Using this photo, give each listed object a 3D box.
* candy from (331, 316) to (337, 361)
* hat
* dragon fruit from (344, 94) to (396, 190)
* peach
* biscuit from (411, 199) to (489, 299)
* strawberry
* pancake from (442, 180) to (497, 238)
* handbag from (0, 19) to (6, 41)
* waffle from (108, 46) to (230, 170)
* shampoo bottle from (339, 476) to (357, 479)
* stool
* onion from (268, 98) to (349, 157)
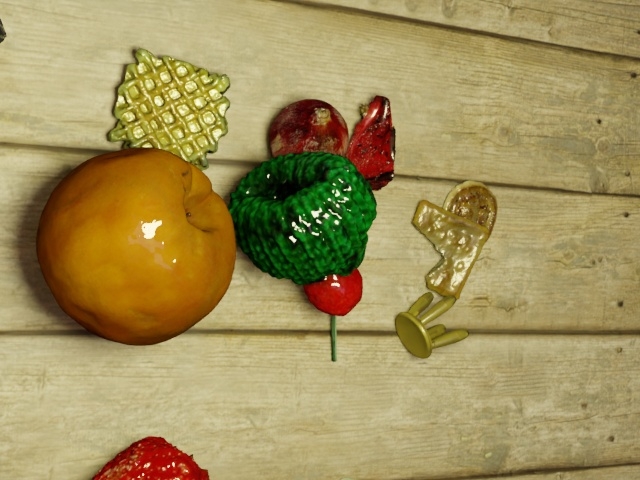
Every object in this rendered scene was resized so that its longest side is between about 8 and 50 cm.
[{"bbox_3d":[0.018,0.103,1.993,0.091,0.083,0.305,2,104,10],"label":"candy"},{"bbox_3d":[0.000,0.000,1.828,0.242,0.274,0.332,-54,132,-25],"label":"hat"},{"bbox_3d":[0.102,-0.201,1.984,0.092,0.122,0.192,9,91,-12],"label":"dragon fruit"},{"bbox_3d":[-0.323,0.011,1.676,0.302,0.343,0.342,-26,109,21],"label":"peach"},{"bbox_3d":[0.261,0.024,2.105,0.174,0.039,0.183,20,94,-14],"label":"biscuit"},{"bbox_3d":[-0.316,0.500,1.739,0.277,0.257,0.257,-30,106,-34],"label":"strawberry"},{"bbox_3d":[0.332,-0.055,2.153,0.158,0.028,0.158,-4,99,-27],"label":"pancake"},{"bbox_3d":[-0.614,-0.366,1.644,0.139,0.072,0.115,-26,106,-10],"label":"handbag"},{"bbox_3d":[-0.276,-0.234,1.822,0.223,0.054,0.204,15,87,-25],"label":"waffle"},{"bbox_3d":[0.088,0.536,1.996,0.045,0.152,0.077,-20,101,-23],"label":"shampoo bottle"},{"bbox_3d":[0.233,0.179,2.072,0.110,0.135,0.134,-27,149,-26],"label":"stool"},{"bbox_3d":[-0.016,-0.205,1.877,0.160,0.195,0.159,5,73,-16],"label":"onion"}]
